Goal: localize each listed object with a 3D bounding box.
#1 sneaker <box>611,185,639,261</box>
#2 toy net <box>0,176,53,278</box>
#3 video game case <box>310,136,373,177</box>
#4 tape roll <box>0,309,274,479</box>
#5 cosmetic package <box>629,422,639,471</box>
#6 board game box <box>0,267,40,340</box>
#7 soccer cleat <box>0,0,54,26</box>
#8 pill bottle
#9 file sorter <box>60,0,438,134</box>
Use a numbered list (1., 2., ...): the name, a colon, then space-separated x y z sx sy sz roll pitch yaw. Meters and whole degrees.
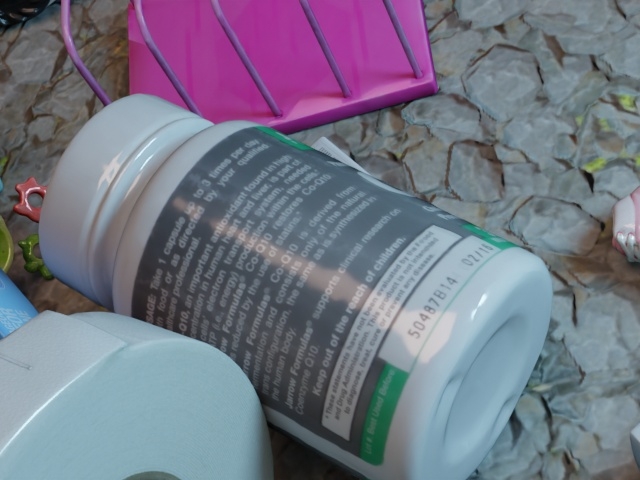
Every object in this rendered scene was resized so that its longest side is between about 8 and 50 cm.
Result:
1. sneaker: 0.269 0.010 1.146 0.070 0.051 0.134 -26 51 6
2. toy net: -0.303 -0.073 1.333 0.122 0.045 0.232 -11 84 -26
3. video game case: 0.000 0.000 1.274 0.143 0.019 0.157 -43 56 -7
4. tape roll: -0.163 0.237 0.962 0.072 0.392 0.392 17 67 29
5. cosmetic package: 0.341 0.118 1.031 0.231 0.085 0.117 -35 54 -5
6. board game box: -0.290 0.204 1.150 0.242 0.064 0.316 41 107 35
7. soccer cleat: -0.278 -0.309 1.533 0.318 0.108 0.116 -16 35 13
8. pill bottle: -0.026 0.032 1.129 0.361 0.204 0.204 27 72 24
9. file sorter: -0.069 -0.224 1.337 0.291 0.182 0.202 -14 56 12
